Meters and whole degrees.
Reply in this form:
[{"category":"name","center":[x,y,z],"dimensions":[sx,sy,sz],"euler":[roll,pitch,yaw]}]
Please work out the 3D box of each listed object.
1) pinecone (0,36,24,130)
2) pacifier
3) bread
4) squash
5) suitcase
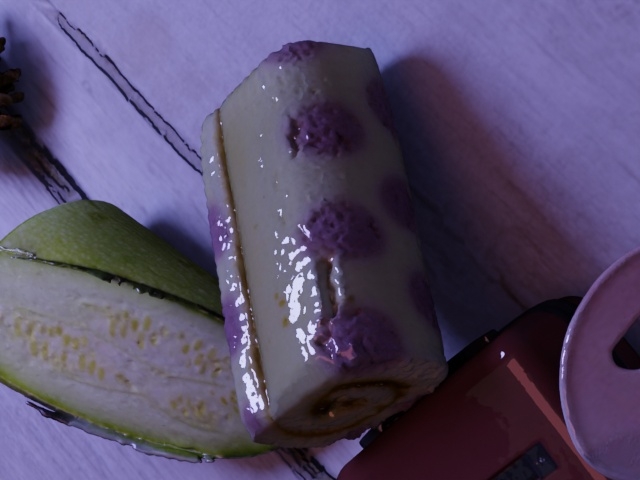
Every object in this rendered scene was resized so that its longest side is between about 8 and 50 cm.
[{"category":"pinecone","center":[-0.424,-0.163,1.639],"dimensions":[0.179,0.150,0.195],"euler":[18,104,-16]},{"category":"pacifier","center":[0.339,0.137,1.102],"dimensions":[0.332,0.273,0.220],"euler":[44,129,10]},{"category":"bread","center":[0.000,0.000,1.316],"dimensions":[0.187,0.155,0.338],"euler":[-40,53,44]},{"category":"squash","center":[-0.175,0.127,1.507],"dimensions":[0.309,0.210,0.233],"euler":[40,134,27]},{"category":"suitcase","center":[0.177,0.212,1.298],"dimensions":[0.236,0.161,0.297],"euler":[53,127,13]}]
